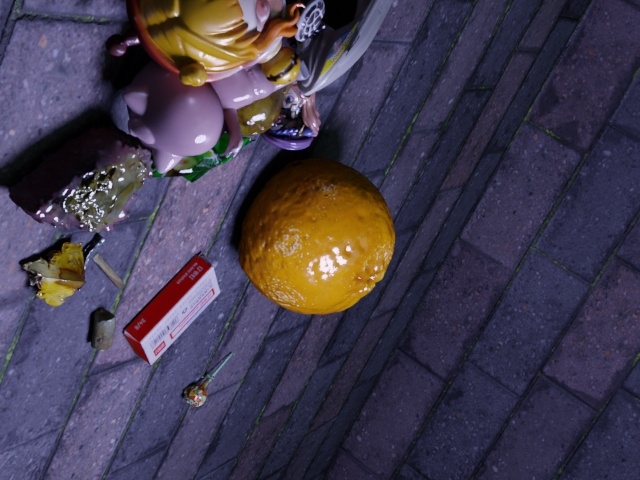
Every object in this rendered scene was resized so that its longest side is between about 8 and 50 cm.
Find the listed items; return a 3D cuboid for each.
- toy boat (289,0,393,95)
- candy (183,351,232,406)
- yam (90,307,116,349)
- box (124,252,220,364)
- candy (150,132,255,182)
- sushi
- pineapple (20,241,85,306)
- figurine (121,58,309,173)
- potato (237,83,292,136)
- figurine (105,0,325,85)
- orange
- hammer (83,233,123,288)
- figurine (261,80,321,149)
[{"bbox_3d":[0.029,-0.384,1.865,0.269,0.141,0.140,-48,159,-30],"label":"toy boat"},{"bbox_3d":[-0.265,0.330,2.473,0.184,0.056,0.049,-49,169,-40],"label":"candy"},{"bbox_3d":[-0.401,0.167,1.893,0.043,0.043,0.094,-34,150,-45],"label":"yam"},{"bbox_3d":[-0.294,0.138,2.080,0.229,0.050,0.123,-48,161,-20],"label":"box"},{"bbox_3d":[-0.215,-0.146,1.726,0.141,0.078,0.203,-17,174,26],"label":"candy"},{"bbox_3d":[-0.342,-0.096,1.522,0.161,0.107,0.241,-61,159,5],"label":"sushi"},{"bbox_3d":[-0.424,0.056,1.630,0.114,0.077,0.114,10,110,-54],"label":"pineapple"},{"bbox_3d":[-0.171,-0.227,1.562,0.287,0.186,0.176,-42,115,-19],"label":"figurine"},{"bbox_3d":[-0.116,-0.260,1.752,0.137,0.137,0.176,103,8,-46],"label":"potato"},{"bbox_3d":[-0.145,-0.348,1.433,0.323,0.196,0.320,-46,117,-46],"label":"figurine"},{"bbox_3d":[0.000,0.000,2.170,0.340,0.293,0.340,-43,155,-26],"label":"orange"},{"bbox_3d":[-0.378,0.050,1.796,0.062,0.017,0.182,-49,160,-14],"label":"hammer"},{"bbox_3d":[-0.047,-0.250,1.943,0.114,0.126,0.157,12,102,-34],"label":"figurine"}]
